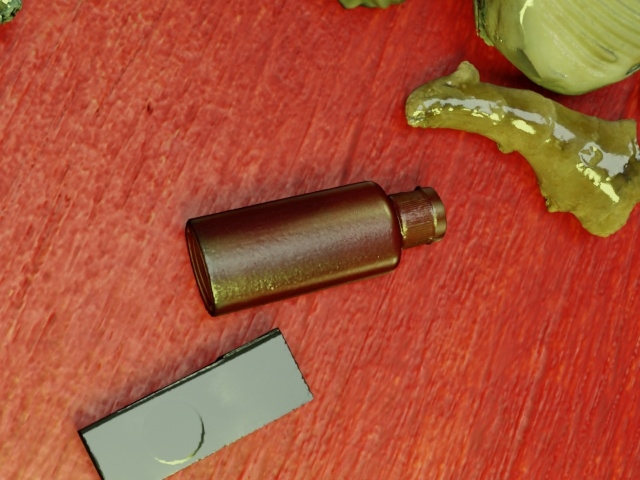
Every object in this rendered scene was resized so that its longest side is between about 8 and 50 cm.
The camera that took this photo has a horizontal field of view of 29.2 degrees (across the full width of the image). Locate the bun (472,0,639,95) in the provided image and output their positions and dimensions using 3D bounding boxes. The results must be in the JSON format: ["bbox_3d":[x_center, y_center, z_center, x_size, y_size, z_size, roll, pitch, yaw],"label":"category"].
[{"bbox_3d":[0.274,-0.275,1.325,0.239,0.141,0.239,-7,116,-15],"label":"bun"}]

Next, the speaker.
[{"bbox_3d":[-0.120,0.167,1.192,0.218,0.044,0.082,-25,89,-19],"label":"speaker"}]

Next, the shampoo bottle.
[{"bbox_3d":[0.000,0.000,1.247,0.260,0.064,0.102,-13,81,-19],"label":"shampoo bottle"}]

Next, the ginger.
[{"bbox_3d":[0.229,-0.101,1.331,0.294,0.086,0.131,20,100,-4],"label":"ginger"}]

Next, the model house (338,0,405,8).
[{"bbox_3d":[0.072,-0.512,1.182,0.395,0.400,0.445,-40,94,-21],"label":"model house"}]

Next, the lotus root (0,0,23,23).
[{"bbox_3d":[-0.417,-0.308,1.124,0.322,0.158,0.140,21,82,-20],"label":"lotus root"}]
